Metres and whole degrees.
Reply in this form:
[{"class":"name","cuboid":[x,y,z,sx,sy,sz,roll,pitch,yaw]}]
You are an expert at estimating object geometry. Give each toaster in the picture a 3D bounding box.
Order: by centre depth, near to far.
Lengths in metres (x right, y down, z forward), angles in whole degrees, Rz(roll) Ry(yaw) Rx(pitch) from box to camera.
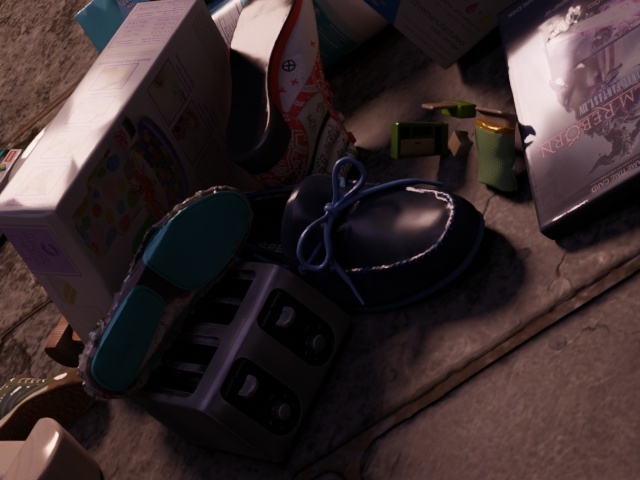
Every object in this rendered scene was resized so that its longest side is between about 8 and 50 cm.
[{"class":"toaster","cuboid":[-0.086,0.113,1.342,0.186,0.110,0.168,2,57,49]}]

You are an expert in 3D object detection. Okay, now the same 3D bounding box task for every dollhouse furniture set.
[{"class":"dollhouse furniture set","cuboid":[0.128,-0.094,1.330,0.152,0.059,0.076,-155,63,-62]}]

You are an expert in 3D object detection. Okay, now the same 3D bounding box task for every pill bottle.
[{"class":"pill bottle","cuboid":[-0.055,-0.250,1.641,0.264,0.146,0.146,-31,37,24]}]

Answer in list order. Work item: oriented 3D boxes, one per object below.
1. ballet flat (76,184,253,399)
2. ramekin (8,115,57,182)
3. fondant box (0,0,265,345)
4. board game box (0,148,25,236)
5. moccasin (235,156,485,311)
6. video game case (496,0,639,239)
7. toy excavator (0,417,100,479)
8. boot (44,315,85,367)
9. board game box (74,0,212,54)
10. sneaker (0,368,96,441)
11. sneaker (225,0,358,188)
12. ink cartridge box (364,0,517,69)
[{"class":"ballet flat","cuboid":[-0.156,0.046,1.319,0.241,0.091,0.077,-53,11,-15]},{"class":"ramekin","cuboid":[-0.306,-0.096,1.769,0.207,0.109,0.207,-37,24,20]},{"class":"fondant box","cuboid":[-0.181,-0.064,1.461,0.096,0.238,0.330,0,46,30]},{"class":"board game box","cuboid":[-0.545,-0.001,2.022,0.193,0.053,0.305,6,60,51]},{"class":"moccasin","cuboid":[0.000,0.000,1.352,0.342,0.117,0.137,-10,49,43]},{"class":"video game case","cuboid":[0.259,-0.157,1.246,0.196,0.026,0.274,-33,44,33]},{"class":"toy excavator","cuboid":[-0.499,0.328,1.526,0.445,0.222,0.433,-48,34,-15]},{"class":"boot","cuboid":[-0.228,0.074,1.579,0.197,0.073,0.152,2,53,46]},{"class":"board game box","cuboid":[-0.111,-0.343,1.725,0.336,0.079,0.254,-37,-8,16]},{"class":"sneaker","cuboid":[-0.336,0.182,1.591,0.192,0.064,0.086,-36,40,23]},{"class":"sneaker","cuboid":[-0.025,-0.160,1.504,0.090,0.145,0.270,-19,50,32]},{"class":"ink cartridge box","cuboid":[0.153,-0.339,1.440,0.233,0.171,0.168,-40,28,27]}]
